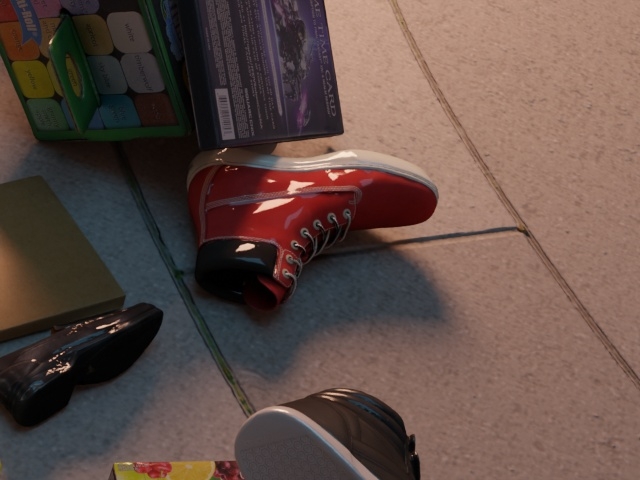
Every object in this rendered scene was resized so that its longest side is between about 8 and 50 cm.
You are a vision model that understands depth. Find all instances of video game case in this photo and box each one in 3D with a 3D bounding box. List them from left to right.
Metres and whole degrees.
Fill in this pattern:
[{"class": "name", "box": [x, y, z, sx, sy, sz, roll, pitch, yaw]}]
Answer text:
[{"class": "video game case", "box": [-0.056, -0.190, 1.552, 0.026, 0.196, 0.274, -8, 2, 25]}]

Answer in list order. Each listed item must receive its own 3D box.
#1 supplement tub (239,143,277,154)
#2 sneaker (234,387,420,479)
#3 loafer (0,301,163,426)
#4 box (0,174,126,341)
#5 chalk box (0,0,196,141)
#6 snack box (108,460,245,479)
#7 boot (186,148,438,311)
[{"class": "supplement tub", "box": [-0.081, -0.136, 1.628, 0.071, 0.071, 0.107, 8, 43, -16]}, {"class": "sneaker", "box": [0.069, 0.227, 1.285, 0.296, 0.104, 0.147, 46, 23, 4]}, {"class": "loafer", "box": [-0.203, 0.089, 1.345, 0.061, 0.062, 0.170, 38, 42, 24]}, {"class": "box", "box": [-0.295, 0.022, 1.404, 0.201, 0.021, 0.164, -16, 54, -36]}, {"class": "chalk box", "box": [-0.192, -0.208, 1.530, 0.179, 0.180, 0.289, 0, 33, 26]}, {"class": "snack box", "box": [-0.090, 0.222, 1.268, 0.141, 0.037, 0.100, 1, 46, -23]}, {"class": "boot", "box": [0.000, 0.000, 1.512, 0.244, 0.088, 0.176, 1, 45, -11]}]
